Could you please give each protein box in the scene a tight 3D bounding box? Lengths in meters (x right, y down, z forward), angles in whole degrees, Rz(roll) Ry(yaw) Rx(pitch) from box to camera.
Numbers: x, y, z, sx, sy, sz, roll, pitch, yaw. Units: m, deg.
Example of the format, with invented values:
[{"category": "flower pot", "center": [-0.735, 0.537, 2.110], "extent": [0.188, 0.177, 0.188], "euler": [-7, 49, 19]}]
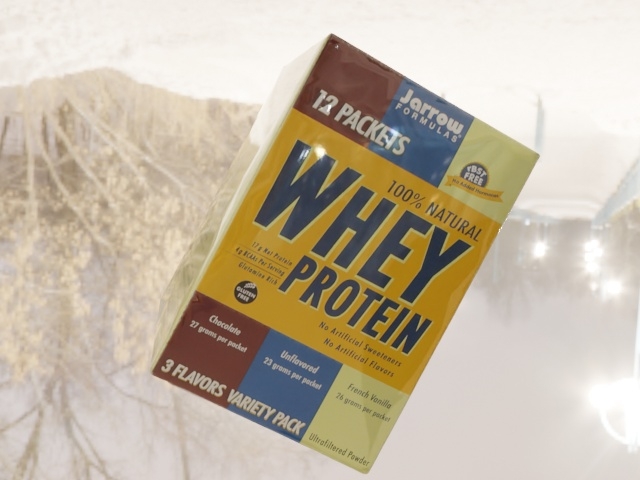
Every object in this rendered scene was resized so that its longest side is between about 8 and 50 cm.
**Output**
[{"category": "protein box", "center": [0.000, 0.000, 0.526], "extent": [0.136, 0.201, 0.200], "euler": [28, -178, -12]}]
